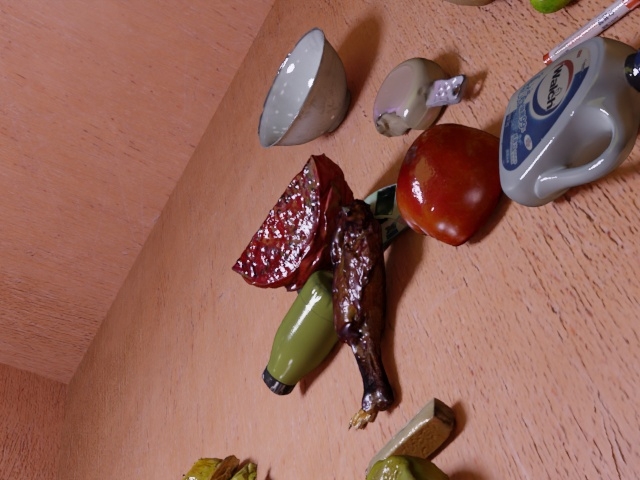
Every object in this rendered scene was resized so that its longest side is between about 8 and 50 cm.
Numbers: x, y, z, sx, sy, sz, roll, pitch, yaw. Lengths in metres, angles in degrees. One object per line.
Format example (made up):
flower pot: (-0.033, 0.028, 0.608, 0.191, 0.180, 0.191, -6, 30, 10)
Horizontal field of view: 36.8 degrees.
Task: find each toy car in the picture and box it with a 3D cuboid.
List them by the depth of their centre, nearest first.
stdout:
toy car: (0.123, -0.052, 1.796, 0.224, 0.076, 0.090, -40, 32, 50)

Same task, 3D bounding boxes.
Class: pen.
pen: (0.418, -0.325, 1.433, 0.239, 0.028, 0.028, -36, 37, 54)

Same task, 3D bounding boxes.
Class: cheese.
cheese: (0.196, -0.276, 1.842, 0.286, 0.082, 0.163, 13, 82, 68)

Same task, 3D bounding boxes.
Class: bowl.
bowl: (-0.015, -0.341, 2.320, 0.313, 0.146, 0.313, -49, 29, 40)

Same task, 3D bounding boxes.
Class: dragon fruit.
dragon fruit: (0.000, 0.000, 1.919, 0.152, 0.205, 0.317, 51, 120, 31)

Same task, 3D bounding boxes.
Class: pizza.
pizza: (0.074, 0.302, 1.642, 0.083, 0.016, 0.037, -46, 28, 36)

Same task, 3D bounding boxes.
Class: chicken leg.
chicken leg: (0.079, 0.118, 1.694, 0.158, 0.096, 0.407, 116, 153, -60)

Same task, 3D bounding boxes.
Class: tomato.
tomato: (0.199, -0.106, 1.583, 0.200, 0.139, 0.233, -62, 20, -4)

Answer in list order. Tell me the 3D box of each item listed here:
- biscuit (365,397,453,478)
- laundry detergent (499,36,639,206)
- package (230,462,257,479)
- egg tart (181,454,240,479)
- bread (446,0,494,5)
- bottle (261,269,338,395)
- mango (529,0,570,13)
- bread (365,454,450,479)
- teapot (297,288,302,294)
biscuit: (0.133, 0.308, 1.447, 0.188, 0.052, 0.056, -52, 10, 34)
laundry detergent: (0.366, -0.170, 1.300, 0.280, 0.105, 0.215, -27, 44, 57)
package: (-0.170, 0.553, 1.863, 0.226, 0.090, 0.168, -62, 20, 14)
egg tart: (-0.247, 0.520, 1.996, 0.212, 0.090, 0.212, -53, -9, -12)
bread: (0.283, -0.622, 1.741, 0.376, 0.253, 0.348, -66, 16, -2)
bottle: (-0.028, 0.187, 1.867, 0.260, 0.112, 0.112, -59, 23, 22)
mango: (0.390, -0.444, 1.533, 0.163, 0.089, 0.117, -50, 27, 39)
bread: (0.083, 0.482, 1.302, 0.166, 0.112, 0.383, -11, 59, 69)
teapot: (-0.009, 0.097, 2.013, 0.110, 0.043, 0.043, -14, 56, 61)
